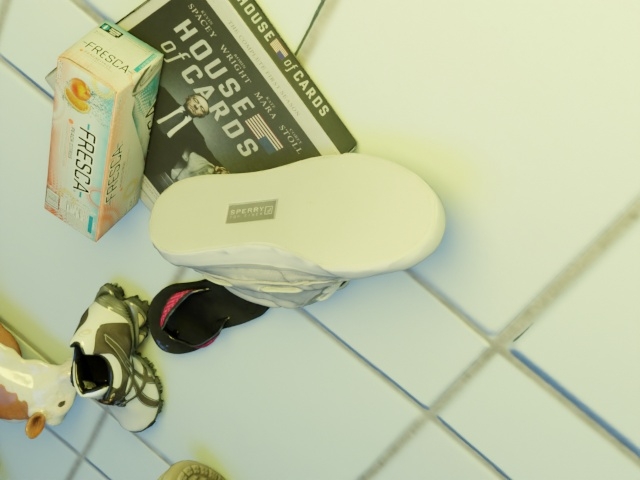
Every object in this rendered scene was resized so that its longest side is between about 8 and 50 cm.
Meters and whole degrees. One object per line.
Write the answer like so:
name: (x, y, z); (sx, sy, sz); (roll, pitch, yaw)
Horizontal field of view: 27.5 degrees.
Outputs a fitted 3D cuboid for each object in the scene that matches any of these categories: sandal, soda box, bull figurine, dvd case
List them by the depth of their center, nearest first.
dvd case: (-0.102, -0.105, 1.044); (0.239, 0.029, 0.179); (-22, 110, 48)
soda box: (-0.176, -0.084, 1.050); (0.058, 0.063, 0.183); (33, 141, 10)
sandal: (-0.113, 0.068, 1.199); (0.067, 0.040, 0.179); (51, 140, -11)
bull figurine: (-0.400, 0.116, 1.435); (0.310, 0.101, 0.188); (2, 122, 36)

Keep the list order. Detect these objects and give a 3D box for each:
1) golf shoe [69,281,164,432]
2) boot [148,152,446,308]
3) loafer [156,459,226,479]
golf shoe: (-0.213, 0.135, 1.302); (0.077, 0.094, 0.198); (19, 137, 24)
boot: (0.000, 0.000, 1.011); (0.258, 0.095, 0.123); (3, 160, 34)
loafer: (-0.119, 0.347, 1.407); (0.092, 0.102, 0.268); (-5, 122, 35)
